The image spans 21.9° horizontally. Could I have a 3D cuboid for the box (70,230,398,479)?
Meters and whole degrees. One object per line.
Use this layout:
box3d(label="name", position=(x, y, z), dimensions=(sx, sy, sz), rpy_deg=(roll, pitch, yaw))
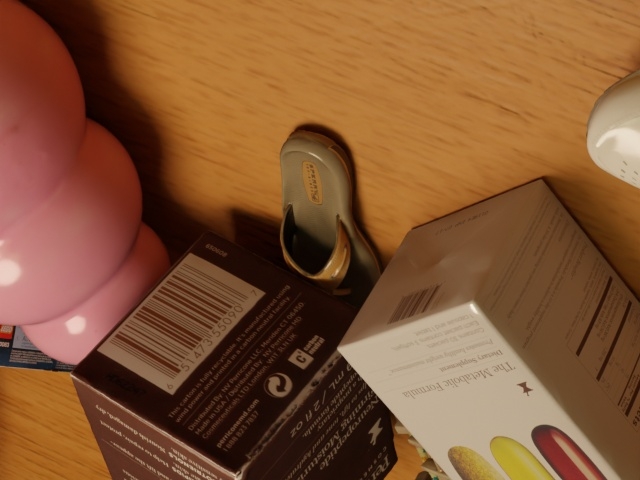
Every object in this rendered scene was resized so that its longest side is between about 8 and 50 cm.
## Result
box3d(label="box", position=(-0.060, 0.137, 1.276), dimensions=(0.167, 0.168, 0.203), rpy_deg=(26, 150, 27))

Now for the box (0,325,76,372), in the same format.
box3d(label="box", position=(-0.316, 0.074, 1.436), dimensions=(0.233, 0.044, 0.159), rpy_deg=(8, 178, 30))

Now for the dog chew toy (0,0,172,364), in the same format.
box3d(label="dog chew toy", position=(-0.231, -0.033, 1.253), dimensions=(0.206, 0.206, 0.332), rpy_deg=(-7, 133, 38))

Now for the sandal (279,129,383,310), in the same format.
box3d(label="sandal", position=(0.000, 0.000, 1.236), dimensions=(0.072, 0.049, 0.180), rpy_deg=(9, 134, 26))

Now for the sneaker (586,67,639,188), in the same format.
box3d(label="sneaker", position=(0.292, -0.027, 0.960), dimensions=(0.297, 0.129, 0.111), rpy_deg=(16, 138, 21))

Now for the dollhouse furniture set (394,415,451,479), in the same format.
box3d(label="dollhouse furniture set", position=(0.114, 0.227, 1.297), dimensions=(0.101, 0.161, 0.182), rpy_deg=(-2, 127, 35))

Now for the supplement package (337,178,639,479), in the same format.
box3d(label="supplement package", position=(0.156, 0.103, 1.170), dimensions=(0.139, 0.134, 0.244), rpy_deg=(-23, 115, 45))
